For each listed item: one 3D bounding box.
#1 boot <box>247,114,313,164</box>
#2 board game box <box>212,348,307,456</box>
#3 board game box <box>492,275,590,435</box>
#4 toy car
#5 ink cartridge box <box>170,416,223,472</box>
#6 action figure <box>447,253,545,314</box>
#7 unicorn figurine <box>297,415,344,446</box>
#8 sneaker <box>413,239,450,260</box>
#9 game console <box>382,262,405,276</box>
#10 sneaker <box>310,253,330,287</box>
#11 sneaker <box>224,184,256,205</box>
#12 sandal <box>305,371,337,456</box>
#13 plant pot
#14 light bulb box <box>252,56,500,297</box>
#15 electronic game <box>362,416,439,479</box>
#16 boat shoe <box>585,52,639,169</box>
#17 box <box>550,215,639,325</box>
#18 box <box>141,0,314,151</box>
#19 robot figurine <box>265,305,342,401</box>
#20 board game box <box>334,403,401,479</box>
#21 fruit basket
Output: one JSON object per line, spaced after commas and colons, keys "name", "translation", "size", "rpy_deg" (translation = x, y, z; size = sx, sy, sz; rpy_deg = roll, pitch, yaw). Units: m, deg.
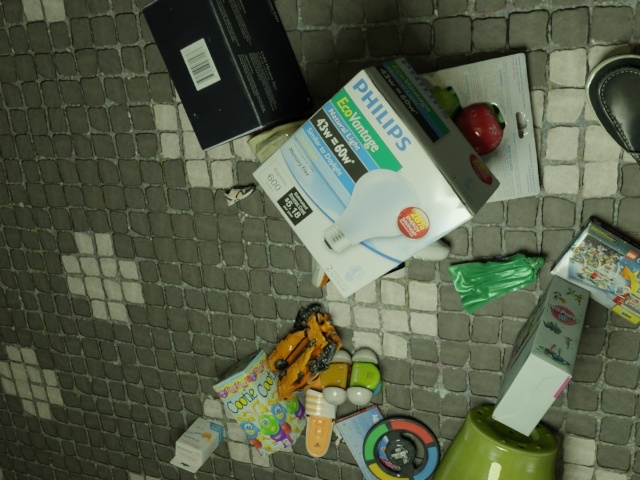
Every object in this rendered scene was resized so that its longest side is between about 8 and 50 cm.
{"name": "boot", "translation": [-0.080, -0.230, 1.596], "size": [0.213, 0.077, 0.165], "rpy_deg": [-17, 102, 33]}
{"name": "board game box", "translation": [-0.182, 0.509, 1.885], "size": [0.142, 0.144, 0.275], "rpy_deg": [-31, 96, 29]}
{"name": "board game box", "translation": [0.508, 0.258, 1.378], "size": [0.097, 0.303, 0.224], "rpy_deg": [26, 130, 13]}
{"name": "toy car", "translation": [0.097, 0.409, 1.742], "size": [0.181, 0.159, 0.136], "rpy_deg": [-7, 141, 25]}
{"name": "ink cartridge box", "translation": [-0.419, 0.692, 2.035], "size": [0.104, 0.181, 0.062], "rpy_deg": [15, 115, 17]}
{"name": "action figure", "translation": [0.450, 0.089, 1.498], "size": [0.232, 0.063, 0.137], "rpy_deg": [-23, 97, 33]}
{"name": "unicorn figurine", "translation": [0.019, 0.591, 1.886], "size": [0.161, 0.060, 0.111], "rpy_deg": [-7, 107, 9]}
{"name": "sneaker", "translation": [0.208, -0.052, 1.527], "size": [0.297, 0.111, 0.129], "rpy_deg": [33, 108, 5]}
{"name": "game console", "translation": [0.133, 0.053, 1.611], "size": [0.143, 0.124, 0.085], "rpy_deg": [-25, 72, 28]}
{"name": "sneaker", "translation": [0.000, 0.000, 1.650], "size": [0.120, 0.099, 0.263], "rpy_deg": [21, 110, 24]}
{"name": "sneaker", "translation": [-0.233, -0.137, 1.718], "size": [0.109, 0.040, 0.044], "rpy_deg": [-23, 97, 28]}
{"name": "sandal", "translation": [0.002, 0.533, 1.812], "size": [0.101, 0.076, 0.266], "rpy_deg": [3, 91, 3]}
{"name": "plant pot", "translation": [0.460, 0.645, 1.571], "size": [0.366, 0.366, 0.353], "rpy_deg": [16, 104, 17]}
{"name": "light bulb box", "translation": [0.117, -0.132, 1.292], "size": [0.361, 0.225, 0.358], "rpy_deg": [-38, 90, 36]}
{"name": "electronic game", "translation": [0.239, 0.629, 1.781], "size": [0.229, 0.048, 0.230], "rpy_deg": [2, 104, 9]}
{"name": "boat shoe", "translation": [0.742, -0.182, 1.218], "size": [0.500, 0.156, 0.186], "rpy_deg": [49, 122, 1]}
{"name": "box", "translation": [0.686, 0.072, 1.400], "size": [0.233, 0.044, 0.159], "rpy_deg": [33, 119, 9]}
{"name": "box", "translation": [-0.204, -0.426, 1.438], "size": [0.178, 0.312, 0.344], "rpy_deg": [-16, 102, 28]}
{"name": "robot figurine", "translation": [-0.046, 0.330, 1.761], "size": [0.291, 0.085, 0.211], "rpy_deg": [-49, 46, 26]}
{"name": "board game box", "translation": [0.172, 0.646, 1.834], "size": [0.145, 0.027, 0.282], "rpy_deg": [-26, 98, 15]}
{"name": "fruit basket", "translation": [0.313, -0.239, 1.405], "size": [0.352, 0.165, 0.327], "rpy_deg": [-10, 106, 10]}
